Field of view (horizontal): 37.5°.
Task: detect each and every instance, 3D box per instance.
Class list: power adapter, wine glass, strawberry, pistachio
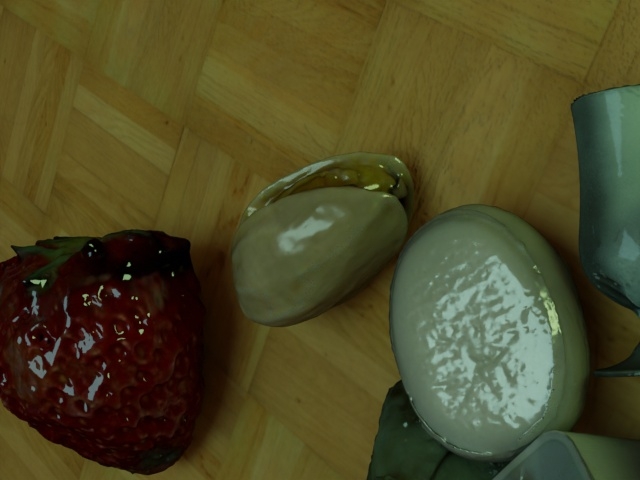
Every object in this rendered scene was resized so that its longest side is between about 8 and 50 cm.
[{"bbox_3d":[0.198,0.229,0.746,0.125,0.205,0.130,-54,37,33],"label":"power adapter"},{"bbox_3d":[0.261,-0.007,0.771,0.103,0.103,0.231,-12,81,42],"label":"wine glass"},{"bbox_3d":[-0.276,0.140,1.147,0.292,0.292,0.310,1,86,42],"label":"strawberry"},{"bbox_3d":[0.000,0.000,0.983,0.229,0.157,0.157,-38,67,30],"label":"pistachio"}]

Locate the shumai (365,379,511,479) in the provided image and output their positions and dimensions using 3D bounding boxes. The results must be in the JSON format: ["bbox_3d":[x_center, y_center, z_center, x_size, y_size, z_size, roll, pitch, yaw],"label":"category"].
[{"bbox_3d":[0.086,0.227,0.911,0.184,0.142,0.184,4,97,39],"label":"shumai"}]

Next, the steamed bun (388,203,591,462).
[{"bbox_3d":[0.157,0.081,0.847,0.177,0.131,0.228,-27,71,34],"label":"steamed bun"}]
